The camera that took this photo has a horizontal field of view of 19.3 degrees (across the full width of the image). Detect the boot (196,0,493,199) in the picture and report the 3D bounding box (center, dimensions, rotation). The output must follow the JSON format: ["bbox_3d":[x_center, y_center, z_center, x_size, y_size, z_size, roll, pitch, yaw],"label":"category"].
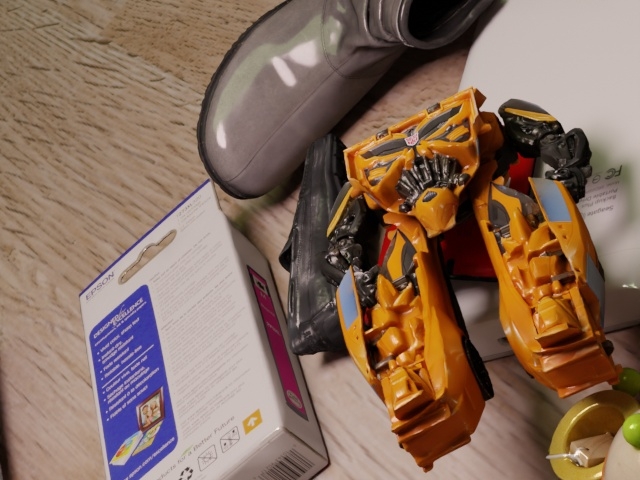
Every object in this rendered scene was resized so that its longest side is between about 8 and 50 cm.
[{"bbox_3d":[0.035,-0.177,1.630,0.338,0.118,0.223,-55,21,-8],"label":"boot"}]

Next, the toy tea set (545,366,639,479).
[{"bbox_3d":[0.138,0.210,1.102,0.200,0.124,0.336,5,60,53],"label":"toy tea set"}]

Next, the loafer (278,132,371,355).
[{"bbox_3d":[0.000,0.000,1.551,0.078,0.076,0.223,-24,42,22],"label":"loafer"}]

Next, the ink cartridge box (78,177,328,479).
[{"bbox_3d":[-0.110,0.109,1.582,0.176,0.069,0.371,-41,34,14],"label":"ink cartridge box"}]

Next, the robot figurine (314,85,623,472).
[{"bbox_3d":[0.094,0.007,1.263,0.211,0.085,0.291,-27,41,12],"label":"robot figurine"}]

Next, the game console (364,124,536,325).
[{"bbox_3d":[0.098,-0.010,1.413,0.124,0.085,0.144,3,53,16],"label":"game console"}]

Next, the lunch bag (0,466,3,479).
[{"bbox_3d":[-0.492,0.240,1.755,0.385,0.239,0.328,-36,35,8],"label":"lunch bag"}]

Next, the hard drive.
[{"bbox_3d":[0.185,-0.073,1.432,0.233,0.047,0.353,-18,43,41],"label":"hard drive"}]
